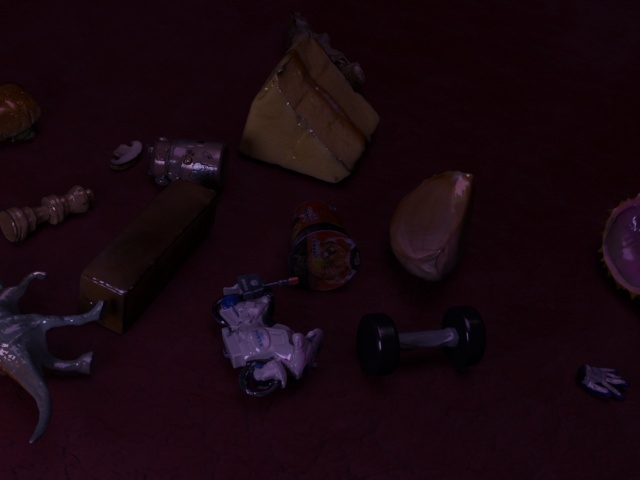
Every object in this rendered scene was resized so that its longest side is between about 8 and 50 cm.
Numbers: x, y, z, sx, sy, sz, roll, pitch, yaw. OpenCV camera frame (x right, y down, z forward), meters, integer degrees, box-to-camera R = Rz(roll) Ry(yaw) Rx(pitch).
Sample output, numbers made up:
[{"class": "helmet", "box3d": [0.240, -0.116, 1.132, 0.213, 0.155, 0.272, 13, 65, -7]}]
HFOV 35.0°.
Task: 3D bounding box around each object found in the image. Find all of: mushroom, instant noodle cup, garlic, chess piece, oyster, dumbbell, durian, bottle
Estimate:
[{"class": "mushroom", "box3d": [-0.364, -0.161, 1.913, 0.049, 0.019, 0.101, 23, 39, 10]}, {"class": "instant noodle cup", "box3d": [-0.002, -0.001, 1.759, 0.127, 0.127, 0.136, 4, 33, -11]}, {"class": "garlic", "box3d": [0.202, -0.016, 1.793, 0.145, 0.164, 0.245, 29, 45, -7]}, {"class": "chess piece", "box3d": [-0.460, -0.052, 1.734, 0.060, 0.060, 0.172, 39, 44, 27]}, {"class": "oyster", "box3d": [-0.005, -0.428, 2.287, 0.166, 0.094, 0.294, 18, 26, -24]}, {"class": "dumbbell", "box3d": [0.161, 0.160, 1.624, 0.191, 0.100, 0.100, -3, 43, -19]}, {"class": "durian", "box3d": [0.613, 0.038, 1.875, 0.186, 0.154, 0.261, -9, 46, 8]}, {"class": "bottle", "box3d": [-0.250, -0.142, 1.872, 0.152, 0.099, 0.099, 7, 40, 2]}]

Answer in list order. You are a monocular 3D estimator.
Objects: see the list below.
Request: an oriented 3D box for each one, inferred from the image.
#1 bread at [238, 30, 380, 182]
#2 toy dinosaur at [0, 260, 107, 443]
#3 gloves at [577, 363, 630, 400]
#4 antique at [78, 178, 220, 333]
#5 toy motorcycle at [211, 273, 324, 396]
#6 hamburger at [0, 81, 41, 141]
[{"class": "bread", "box3d": [0.005, -0.265, 2.015, 0.236, 0.198, 0.263, 24, 39, 3]}, {"class": "toy dinosaur", "box3d": [-0.414, 0.158, 1.473, 0.205, 0.092, 0.393, 1, 43, -14]}, {"class": "gloves", "box3d": [0.469, 0.235, 1.680, 0.086, 0.026, 0.064, 11, 41, -10]}, {"class": "antique", "box3d": [-0.276, 0.016, 1.673, 0.087, 0.093, 0.310, 23, 41, 11]}, {"class": "toy motorcycle", "box3d": [-0.079, 0.144, 1.580, 0.150, 0.102, 0.221, -16, 47, -14]}, {"class": "hamburger", "box3d": [-0.579, -0.233, 1.884, 0.102, 0.087, 0.176, 27, 39, 18]}]
